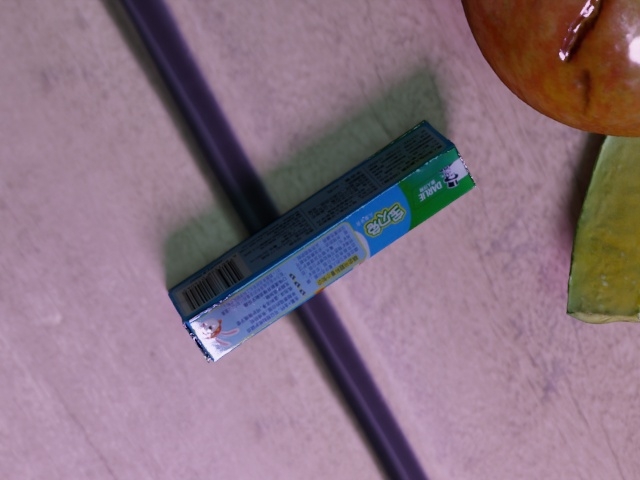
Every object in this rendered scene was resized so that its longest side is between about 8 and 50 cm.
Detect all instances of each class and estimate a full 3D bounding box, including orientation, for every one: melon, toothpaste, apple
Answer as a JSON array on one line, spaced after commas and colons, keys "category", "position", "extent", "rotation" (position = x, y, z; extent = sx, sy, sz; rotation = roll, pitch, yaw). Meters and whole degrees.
[{"category": "melon", "position": [0.336, -0.068, 1.392], "extent": [0.196, 0.124, 0.323], "rotation": [6, 103, -22]}, {"category": "toothpaste", "position": [0.000, 0.000, 1.336], "extent": [0.266, 0.065, 0.050], "rotation": [-34, 117, -4]}, {"category": "apple", "position": [0.229, -0.207, 1.225], "extent": [0.264, 0.264, 0.264], "rotation": [-7, 113, -16]}]
